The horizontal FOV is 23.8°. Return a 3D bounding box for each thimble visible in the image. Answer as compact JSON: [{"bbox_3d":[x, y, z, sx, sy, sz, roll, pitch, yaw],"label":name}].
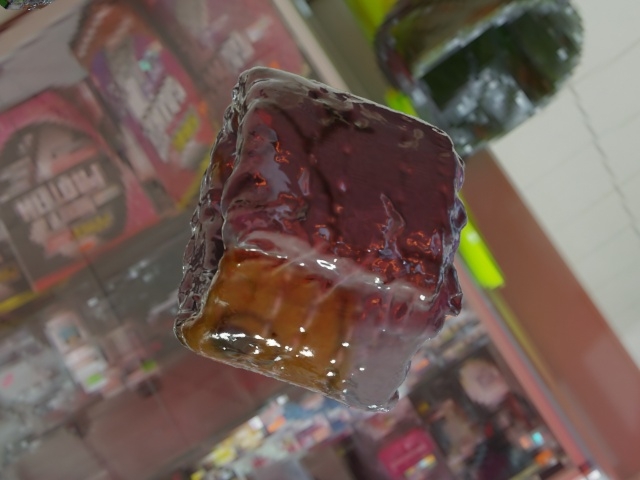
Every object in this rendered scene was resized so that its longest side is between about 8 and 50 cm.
[{"bbox_3d":[0.001,-0.003,0.720,0.117,0.151,0.127,17,132,-11],"label":"thimble"}]

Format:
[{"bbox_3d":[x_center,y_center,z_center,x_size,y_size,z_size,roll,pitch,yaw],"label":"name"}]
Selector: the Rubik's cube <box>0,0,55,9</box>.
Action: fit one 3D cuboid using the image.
[{"bbox_3d":[-0.291,-0.281,1.499,0.111,0.111,0.093,-36,143,9],"label":"Rubik's cube"}]
